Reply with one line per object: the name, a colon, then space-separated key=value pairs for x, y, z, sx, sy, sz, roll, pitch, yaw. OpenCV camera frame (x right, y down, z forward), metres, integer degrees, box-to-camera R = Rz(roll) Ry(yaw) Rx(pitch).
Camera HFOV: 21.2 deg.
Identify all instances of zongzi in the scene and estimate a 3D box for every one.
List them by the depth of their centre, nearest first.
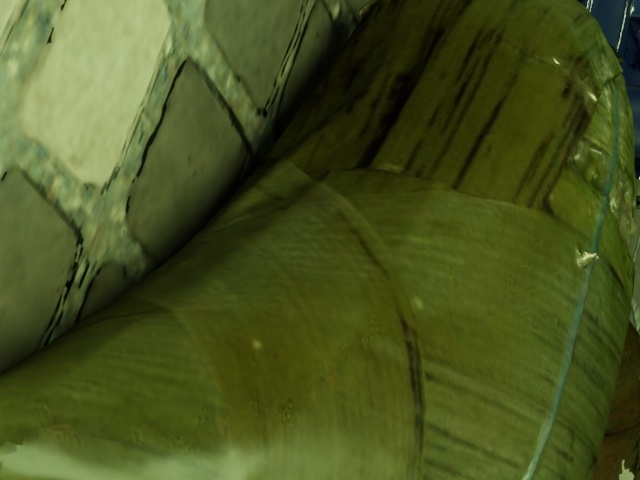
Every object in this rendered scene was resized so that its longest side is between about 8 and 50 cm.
zongzi: x=0.000 y=0.000 z=0.600 sx=0.360 sy=0.160 sz=0.323 roll=45 pitch=53 yaw=-55

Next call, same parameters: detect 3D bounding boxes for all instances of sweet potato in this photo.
sweet potato: x=0.168 y=0.096 z=1.099 sx=0.112 sy=0.085 sz=0.286 roll=-66 pitch=154 yaw=-17

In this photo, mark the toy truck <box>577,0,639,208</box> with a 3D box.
toy truck: x=0.189 y=-0.084 z=0.952 sx=0.213 sy=0.177 sz=0.161 roll=13 pitch=87 yaw=-66
